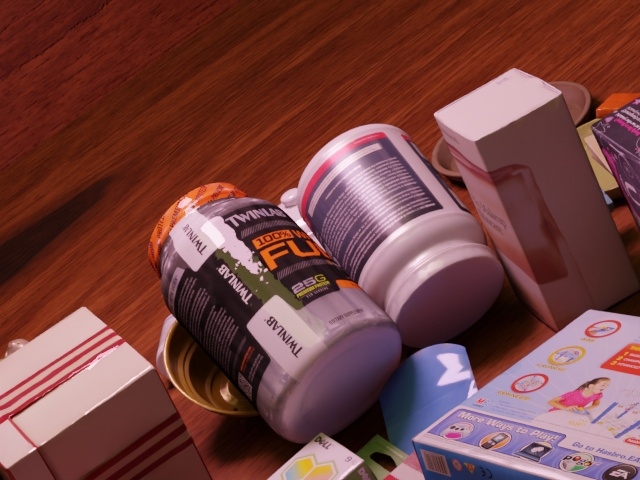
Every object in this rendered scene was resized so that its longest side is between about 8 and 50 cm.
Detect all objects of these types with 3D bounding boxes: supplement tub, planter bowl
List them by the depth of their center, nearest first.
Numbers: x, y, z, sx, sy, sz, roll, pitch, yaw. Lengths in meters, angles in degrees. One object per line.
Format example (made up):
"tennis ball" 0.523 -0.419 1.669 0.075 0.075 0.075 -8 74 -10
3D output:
"supplement tub" -0.068 0.085 1.937 0.207 0.207 0.338 -35 56 -16
"supplement tub" 0.105 -0.009 2.005 0.191 0.191 0.272 -31 55 -6
"planter bowl" -0.107 0.177 2.054 0.217 0.090 0.217 0 48 0
"supplement tub" -0.212 0.161 2.270 0.071 0.071 0.107 -23 24 12

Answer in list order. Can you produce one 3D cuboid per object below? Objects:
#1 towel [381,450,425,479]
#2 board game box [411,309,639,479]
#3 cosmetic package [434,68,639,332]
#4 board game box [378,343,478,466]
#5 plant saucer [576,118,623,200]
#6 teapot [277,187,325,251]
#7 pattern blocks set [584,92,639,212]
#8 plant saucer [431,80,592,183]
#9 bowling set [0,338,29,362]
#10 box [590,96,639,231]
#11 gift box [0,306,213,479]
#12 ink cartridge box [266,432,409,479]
"towel" 0.087 0.354 1.601 0.329 0.037 0.237 -39 28 -19
"board game box" 0.310 0.194 1.550 0.302 0.086 0.308 -30 22 -31
"cosmetic package" 0.275 -0.050 1.884 0.129 0.296 0.153 -29 23 -5
"board game box" 0.143 0.208 1.822 0.133 0.033 0.169 -34 42 20
"plant saucer" 0.429 -0.119 2.181 0.241 0.037 0.241 -23 25 11
"teapot" 0.000 0.000 2.222 0.252 0.187 0.256 -20 24 18
"pattern blocks set" 0.478 -0.126 2.063 0.324 0.026 0.285 -14 38 0
"plant saucer" 0.313 -0.170 2.408 0.278 0.041 0.278 -23 24 11
"bowling set" -0.447 0.201 2.300 0.287 0.200 0.154 2 36 43
"box" 0.448 -0.048 1.755 0.142 0.247 0.163 -30 23 -2
"gift box" -0.334 0.274 1.960 0.258 0.255 0.276 -35 30 -20
"ink cartridge box" 0.004 0.294 1.759 0.209 0.062 0.109 -39 26 -15
